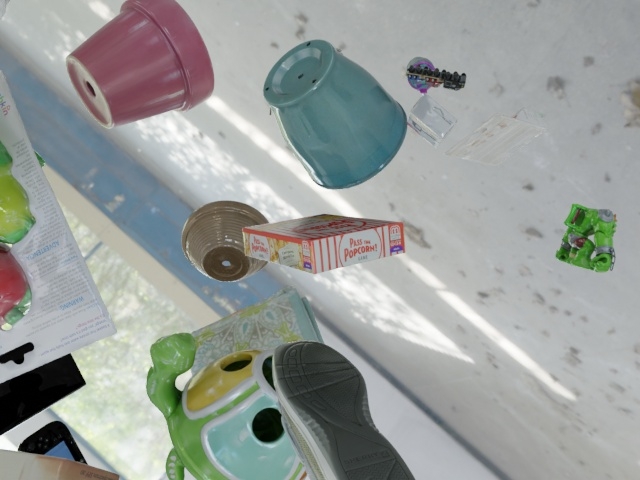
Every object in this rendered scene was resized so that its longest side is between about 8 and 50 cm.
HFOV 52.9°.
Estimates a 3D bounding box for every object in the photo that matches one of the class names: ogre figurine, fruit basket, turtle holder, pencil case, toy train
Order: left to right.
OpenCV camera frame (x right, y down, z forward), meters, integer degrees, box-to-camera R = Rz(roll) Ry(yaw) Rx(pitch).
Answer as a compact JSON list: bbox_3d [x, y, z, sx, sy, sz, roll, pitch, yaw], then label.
[{"bbox_3d":[-0.452,0.009,0.831,0.353,0.327,0.165,64,-162,-7],"label":"fruit basket"},{"bbox_3d":[-0.133,0.281,1.096,0.320,0.227,0.243,48,-153,16],"label":"turtle holder"},{"bbox_3d":[0.226,-0.375,1.449,0.151,0.064,0.070,-72,-19,-70],"label":"pencil case"},{"bbox_3d":[0.215,-0.305,1.207,0.158,0.027,0.036,33,126,52],"label":"toy train"},{"bbox_3d":[0.510,-0.006,1.229,0.097,0.118,0.197,13,-175,18],"label":"ogre figurine"}]

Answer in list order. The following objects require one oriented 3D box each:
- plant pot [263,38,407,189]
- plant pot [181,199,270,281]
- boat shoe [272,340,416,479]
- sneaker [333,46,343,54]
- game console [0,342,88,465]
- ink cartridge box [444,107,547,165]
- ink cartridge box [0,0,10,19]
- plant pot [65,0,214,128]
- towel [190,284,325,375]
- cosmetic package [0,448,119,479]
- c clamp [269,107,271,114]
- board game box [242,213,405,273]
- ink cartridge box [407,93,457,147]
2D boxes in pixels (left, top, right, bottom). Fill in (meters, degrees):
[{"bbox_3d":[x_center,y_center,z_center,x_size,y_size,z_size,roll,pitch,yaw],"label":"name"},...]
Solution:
[{"bbox_3d":[0.015,-0.295,1.432,0.272,0.271,0.255,25,166,46],"label":"plant pot"},{"bbox_3d":[-0.235,0.025,1.613,0.237,0.237,0.109,53,-160,-32],"label":"plant pot"},{"bbox_3d":[0.015,0.245,0.793,0.320,0.118,0.103,51,136,49],"label":"boat shoe"},{"bbox_3d":[0.013,-0.523,1.924,0.297,0.129,0.111,-62,-41,-75],"label":"sneaker"},{"bbox_3d":[-0.522,0.373,1.236,0.044,0.213,0.361,-19,99,46],"label":"game console"},{"bbox_3d":[0.439,-0.270,1.632,0.181,0.225,0.056,-39,57,42],"label":"ink cartridge box"},{"bbox_3d":[-0.351,-0.193,0.481,0.117,0.201,0.278,33,-166,-46],"label":"ink cartridge box"},{"bbox_3d":[-0.307,-0.284,1.065,0.201,0.180,0.201,39,152,26],"label":"plant pot"},{"bbox_3d":[-0.134,0.315,1.503,0.374,0.320,0.090,67,-175,36],"label":"towel"},{"bbox_3d":[-0.388,0.436,0.830,0.129,0.296,0.153,2,154,16],"label":"cosmetic package"},{"bbox_3d":[-0.148,-0.504,2.079,0.022,0.160,0.137,12,130,-3],"label":"c clamp"},{"bbox_3d":[0.000,0.000,0.894,0.193,0.147,0.045,10,109,56],"label":"board game box"},{"bbox_3d":[0.284,-0.305,1.652,0.109,0.063,0.150,41,-178,5],"label":"ink cartridge box"}]
